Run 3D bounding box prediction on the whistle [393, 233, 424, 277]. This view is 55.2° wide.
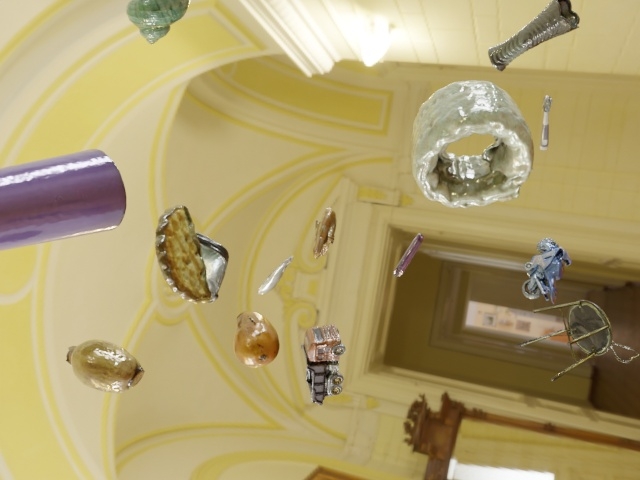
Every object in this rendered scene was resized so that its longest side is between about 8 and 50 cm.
[{"bbox_3d":[0.307,0.054,2.137,0.176,0.033,0.033,-57,-20,-1],"label":"whistle"}]

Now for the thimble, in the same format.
[{"bbox_3d":[0.371,-0.228,1.493,0.195,0.291,0.291,-83,-12,-45],"label":"thimble"}]

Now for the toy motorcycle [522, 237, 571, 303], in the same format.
[{"bbox_3d":[0.666,0.085,1.793,0.076,0.114,0.205,44,-116,-44],"label":"toy motorcycle"}]

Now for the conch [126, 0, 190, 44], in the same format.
[{"bbox_3d":[-0.441,-0.636,1.680,0.122,0.188,0.176,50,-153,-16],"label":"conch"}]

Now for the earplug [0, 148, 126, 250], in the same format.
[{"bbox_3d":[-0.699,-0.078,1.415,0.456,0.215,0.215,-21,-60,-48],"label":"earplug"}]

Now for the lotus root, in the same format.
[{"bbox_3d":[-0.536,0.302,1.492,0.125,0.221,0.118,93,-163,-46],"label":"lotus root"}]

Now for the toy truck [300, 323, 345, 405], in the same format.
[{"bbox_3d":[0.004,0.295,1.462,0.083,0.092,0.192,-113,22,-59],"label":"toy truck"}]

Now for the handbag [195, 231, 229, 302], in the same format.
[{"bbox_3d":[-0.450,0.106,2.289,0.075,0.192,0.332,-62,-2,-44],"label":"handbag"}]

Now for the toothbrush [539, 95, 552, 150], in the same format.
[{"bbox_3d":[0.576,-0.290,1.568,0.288,0.024,0.026,43,-126,-67],"label":"toothbrush"}]

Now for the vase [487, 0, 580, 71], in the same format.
[{"bbox_3d":[0.578,-0.564,1.689,0.115,0.237,0.115,18,-120,-34],"label":"vase"}]

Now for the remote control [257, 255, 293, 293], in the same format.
[{"bbox_3d":[-0.172,0.141,2.360,0.229,0.044,0.073,-47,-8,36],"label":"remote control"}]

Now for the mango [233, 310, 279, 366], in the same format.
[{"bbox_3d":[-0.135,0.204,1.311,0.084,0.105,0.159,-57,22,26],"label":"mango"}]

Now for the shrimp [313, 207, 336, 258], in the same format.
[{"bbox_3d":[0.008,0.002,1.259,0.162,0.045,0.095,101,175,-54],"label":"shrimp"}]

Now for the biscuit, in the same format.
[{"bbox_3d":[-0.445,0.041,1.978,0.329,0.078,0.335,58,-159,-59],"label":"biscuit"}]

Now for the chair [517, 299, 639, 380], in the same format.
[{"bbox_3d":[0.689,0.235,1.586,0.160,0.326,0.170,-127,34,-46],"label":"chair"}]
